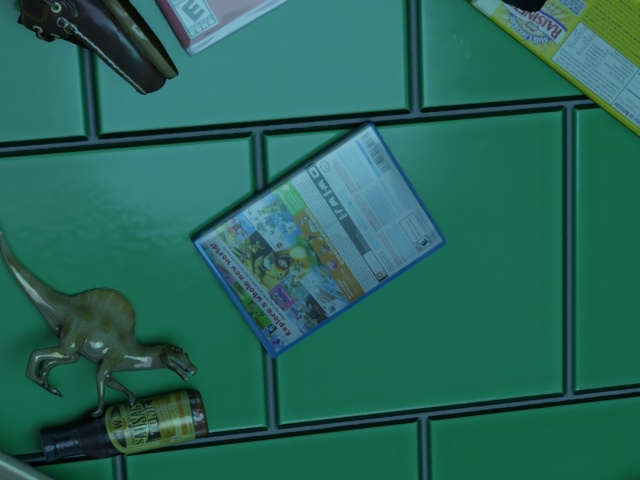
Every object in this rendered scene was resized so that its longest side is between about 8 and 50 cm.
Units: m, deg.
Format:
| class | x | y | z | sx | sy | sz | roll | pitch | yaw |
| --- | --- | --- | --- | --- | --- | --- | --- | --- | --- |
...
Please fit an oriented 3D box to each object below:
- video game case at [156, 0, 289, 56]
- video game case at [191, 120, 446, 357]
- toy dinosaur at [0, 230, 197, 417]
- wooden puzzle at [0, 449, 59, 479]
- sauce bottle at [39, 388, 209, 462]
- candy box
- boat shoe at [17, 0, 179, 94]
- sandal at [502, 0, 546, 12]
| class | x | y | z | sx | sy | sz | roll | pitch | yaw |
| --- | --- | --- | --- | --- | --- | --- | --- | --- | --- |
| video game case | -0.077 | -0.304 | 1.242 | 0.204 | 0.025 | 0.285 | -31 | 109 | -2 |
| video game case | 0.000 | 0.000 | 1.349 | 0.166 | 0.015 | 0.119 | -34 | 110 | -1 |
| toy dinosaur | -0.187 | 0.073 | 1.320 | 0.183 | 0.053 | 0.092 | 32 | 79 | -10 |
| wooden puzzle | -0.274 | 0.320 | 1.352 | 0.348 | 0.080 | 0.322 | 32 | 96 | -14 |
| sauce bottle | -0.152 | 0.147 | 1.343 | 0.128 | 0.042 | 0.042 | -14 | 108 | -10 |
| candy box | 0.222 | -0.167 | 1.342 | 0.206 | 0.027 | 0.105 | 36 | 98 | -18 |
| boat shoe | -0.189 | -0.180 | 1.231 | 0.073 | 0.073 | 0.207 | -40 | 102 | 3 |
| sandal | -0.037 | -0.255 | 1.173 | 0.446 | 0.167 | 0.107 | 27 | 116 | -17 |
